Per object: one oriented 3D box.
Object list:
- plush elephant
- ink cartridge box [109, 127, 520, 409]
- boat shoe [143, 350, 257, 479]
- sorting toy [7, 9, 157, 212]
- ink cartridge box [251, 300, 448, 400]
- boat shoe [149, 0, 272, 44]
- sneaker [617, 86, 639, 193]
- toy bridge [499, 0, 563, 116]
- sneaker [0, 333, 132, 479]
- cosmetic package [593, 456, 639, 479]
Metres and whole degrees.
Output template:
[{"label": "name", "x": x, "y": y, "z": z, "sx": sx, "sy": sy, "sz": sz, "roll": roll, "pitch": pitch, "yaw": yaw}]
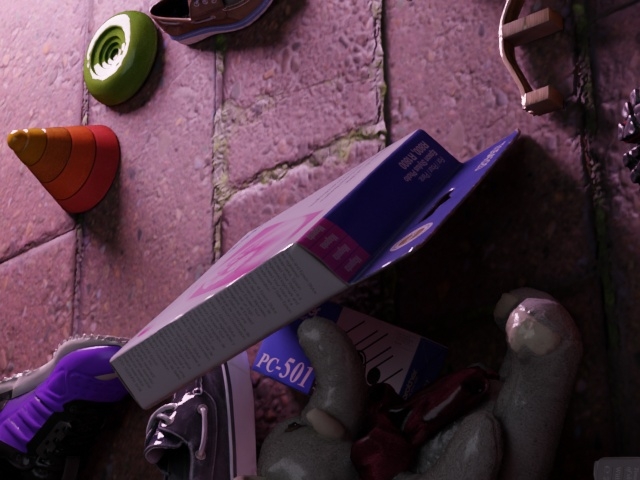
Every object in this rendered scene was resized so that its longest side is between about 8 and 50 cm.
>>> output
[{"label": "plush elephant", "x": 0.062, "y": 0.174, "z": 1.386, "sx": 0.255, "sy": 0.272, "sz": 0.330, "roll": 12, "pitch": 99, "yaw": 4}, {"label": "ink cartridge box", "x": 0.000, "y": 0.000, "z": 1.529, "sx": 0.330, "sy": 0.324, "sz": 0.071, "roll": -33, "pitch": 96, "yaw": 30}, {"label": "boat shoe", "x": -0.131, "y": 0.205, "z": 1.684, "sx": 0.108, "sy": 0.102, "sz": 0.301, "roll": 133, "pitch": 137, "yaw": -55}, {"label": "sorting toy", "x": -0.296, "y": -0.224, "z": 2.040, "sx": 0.127, "sy": 0.126, "sz": 0.365, "roll": 12, "pitch": 83, "yaw": 47}, {"label": "ink cartridge box", "x": 0.025, "y": 0.118, "z": 1.623, "sx": 0.207, "sy": 0.046, "sz": 0.097, "roll": 18, "pitch": 85, "yaw": 48}, {"label": "boat shoe", "x": -0.129, "y": -0.282, "z": 1.939, "sx": 0.183, "sy": 0.066, "sz": 0.066, "roll": -22, "pitch": 58, "yaw": 38}, {"label": "sneaker", "x": 0.354, "y": -0.013, "z": 1.309, "sx": 0.121, "sy": 0.112, "sz": 0.299, "roll": 111, "pitch": 142, "yaw": -57}, {"label": "toy bridge", "x": 0.205, "y": -0.208, "z": 1.600, "sx": 0.063, "sy": 0.026, "sz": 0.188, "roll": -18, "pitch": 60, "yaw": 41}, {"label": "sneaker", "x": -0.284, "y": 0.208, "z": 1.866, "sx": 0.293, "sy": 0.102, "sz": 0.146, "roll": -28, "pitch": 58, "yaw": 40}, {"label": "cosmetic package", "x": 0.328, "y": 0.228, "z": 1.226, "sx": 0.238, "sy": 0.107, "sz": 0.127, "roll": -11, "pitch": 68, "yaw": 45}]
